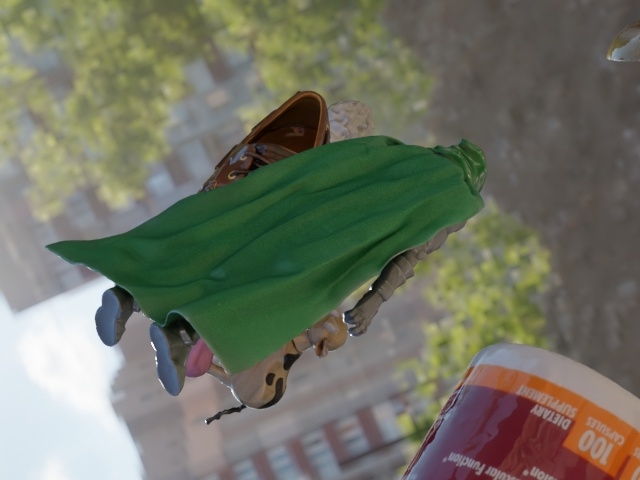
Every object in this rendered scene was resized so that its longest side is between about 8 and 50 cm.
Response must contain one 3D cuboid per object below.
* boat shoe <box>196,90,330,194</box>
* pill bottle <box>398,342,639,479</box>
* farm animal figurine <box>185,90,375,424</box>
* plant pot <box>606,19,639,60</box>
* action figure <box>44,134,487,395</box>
[{"bbox_3d":[-0.039,-0.033,1.181,0.178,0.064,0.060,-59,-8,-51],"label":"boat shoe"},{"bbox_3d":[0.131,0.301,1.610,0.224,0.392,0.224,29,162,10],"label":"pill bottle"},{"bbox_3d":[-0.025,0.040,2.167,0.172,0.327,0.330,33,161,19],"label":"farm animal figurine"},{"bbox_3d":[0.393,-0.207,1.889,0.236,0.236,0.032,-79,-19,-80],"label":"plant pot"},{"bbox_3d":[0.000,0.000,0.959,0.137,0.232,0.063,35,137,36],"label":"action figure"}]
